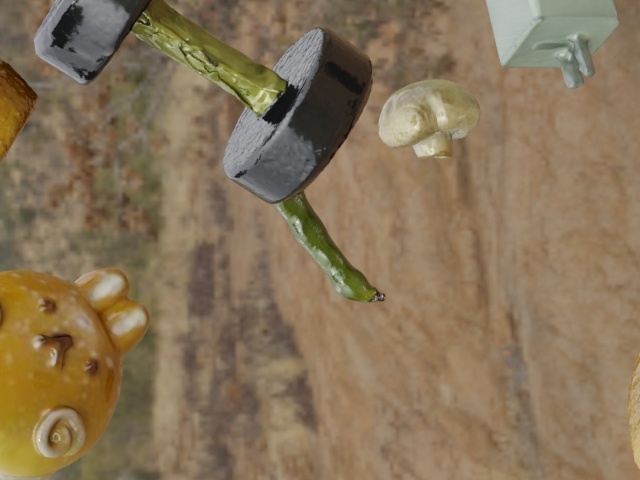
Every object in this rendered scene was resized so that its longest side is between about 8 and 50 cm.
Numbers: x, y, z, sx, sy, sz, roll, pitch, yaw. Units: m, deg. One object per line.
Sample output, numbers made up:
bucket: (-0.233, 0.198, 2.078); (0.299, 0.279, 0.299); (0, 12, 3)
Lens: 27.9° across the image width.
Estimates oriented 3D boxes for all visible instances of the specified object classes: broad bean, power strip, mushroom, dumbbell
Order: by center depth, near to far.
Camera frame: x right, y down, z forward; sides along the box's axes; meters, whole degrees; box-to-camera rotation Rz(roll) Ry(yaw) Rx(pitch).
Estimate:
dumbbell: (-0.124, -0.201, 1.392); (0.203, 0.322, 0.203); (-49, 19, 23)
mushroom: (0.155, -0.172, 1.834); (0.148, 0.148, 0.112); (169, 99, -70)
broad bean: (-0.001, 0.000, 1.844); (0.053, 0.256, 0.052); (-31, 14, 31)
power strip: (0.332, -0.323, 1.846); (0.139, 0.140, 0.224); (124, 141, -61)

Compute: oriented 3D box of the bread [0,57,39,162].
bread: (-0.340, -0.117, 1.195); (0.139, 0.143, 0.229); (-50, 17, -7)

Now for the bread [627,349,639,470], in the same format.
bread: (0.650, 0.235, 2.088); (0.148, 0.328, 0.337); (59, -148, -26)

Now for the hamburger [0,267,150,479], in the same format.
hamburger: (-0.356, 0.159, 1.589); (0.186, 0.303, 0.261); (-30, 84, 47)
